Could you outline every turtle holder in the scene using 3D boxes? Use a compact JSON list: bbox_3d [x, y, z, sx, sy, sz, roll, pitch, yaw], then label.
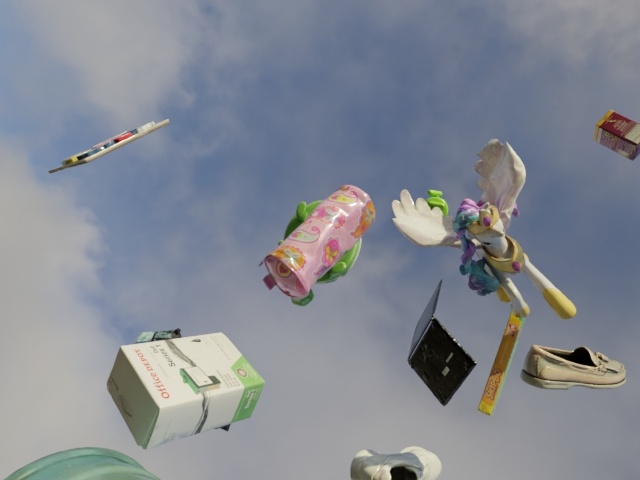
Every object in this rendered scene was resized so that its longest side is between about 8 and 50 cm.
[{"bbox_3d":[0.012,0.043,1.553,0.243,0.227,0.321,-5,-99,10],"label":"turtle holder"}]

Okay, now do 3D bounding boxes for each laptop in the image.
[{"bbox_3d":[0.360,0.300,1.446,0.264,0.136,0.234,50,-37,32],"label":"laptop"}]

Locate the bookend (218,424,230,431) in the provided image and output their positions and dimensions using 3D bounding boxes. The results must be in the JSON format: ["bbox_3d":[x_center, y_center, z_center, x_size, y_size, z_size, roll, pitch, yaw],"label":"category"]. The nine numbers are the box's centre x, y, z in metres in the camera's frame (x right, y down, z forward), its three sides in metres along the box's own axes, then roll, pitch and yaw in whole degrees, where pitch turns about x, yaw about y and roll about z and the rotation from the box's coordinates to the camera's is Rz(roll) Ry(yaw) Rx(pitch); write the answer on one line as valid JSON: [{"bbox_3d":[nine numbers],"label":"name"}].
[{"bbox_3d":[-0.252,0.363,1.140,0.072,0.156,0.157,14,-98,19],"label":"bookend"}]

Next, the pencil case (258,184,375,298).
[{"bbox_3d":[0.000,0.000,1.040,0.124,0.284,0.124,29,-34,23],"label":"pencil case"}]

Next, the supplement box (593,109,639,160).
[{"bbox_3d":[0.560,-0.196,0.911,0.043,0.055,0.083,-45,-121,-1],"label":"supplement box"}]

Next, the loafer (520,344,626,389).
[{"bbox_3d":[0.259,0.124,0.491,0.045,0.125,0.039,-155,-110,-69],"label":"loafer"}]

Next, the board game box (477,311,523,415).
[{"bbox_3d":[0.421,0.273,1.125,0.039,0.124,0.260,21,-101,27],"label":"board game box"}]

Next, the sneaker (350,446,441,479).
[{"bbox_3d":[0.221,0.596,1.235,0.152,0.305,0.114,-6,-106,51],"label":"sneaker"}]

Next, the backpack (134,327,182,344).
[{"bbox_3d":[-0.398,0.273,1.194,0.114,0.084,0.105,0,-58,4],"label":"backpack"}]

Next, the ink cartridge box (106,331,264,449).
[{"bbox_3d":[-0.238,0.256,0.875,0.160,0.219,0.093,37,-68,35],"label":"ink cartridge box"}]

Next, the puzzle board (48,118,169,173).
[{"bbox_3d":[-0.263,-0.119,0.609,0.096,0.128,0.011,-3,-61,38],"label":"puzzle board"}]

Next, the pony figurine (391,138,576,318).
[{"bbox_3d":[0.360,-0.014,1.053,0.302,0.363,0.351,-37,-148,12],"label":"pony figurine"}]

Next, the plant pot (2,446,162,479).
[{"bbox_3d":[-0.220,0.438,0.570,0.334,0.341,0.341,-11,-100,35],"label":"plant pot"}]

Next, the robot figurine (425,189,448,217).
[{"bbox_3d":[0.295,-0.079,1.270,0.067,0.115,0.101,9,-85,10],"label":"robot figurine"}]
